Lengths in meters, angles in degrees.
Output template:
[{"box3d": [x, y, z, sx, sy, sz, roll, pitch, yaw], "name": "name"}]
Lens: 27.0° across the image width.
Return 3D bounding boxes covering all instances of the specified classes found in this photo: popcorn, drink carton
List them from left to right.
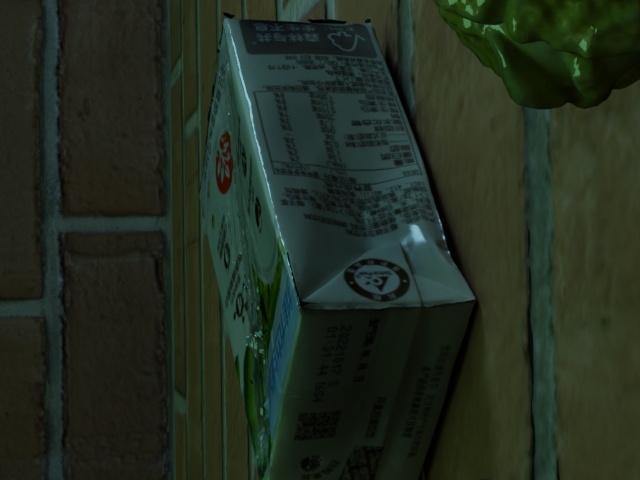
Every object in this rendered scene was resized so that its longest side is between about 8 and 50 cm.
[{"box3d": [0.000, -0.001, 0.992, 0.325, 0.132, 0.194, -105, 19, -45], "name": "drink carton"}, {"box3d": [0.100, -0.120, 0.505, 0.141, 0.135, 0.162, -93, 7, -50], "name": "popcorn"}]

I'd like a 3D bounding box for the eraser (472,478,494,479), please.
[{"box3d": [0.116, 0.246, 0.655, 0.312, 0.042, 0.144, -127, 38, -71], "name": "eraser"}]
